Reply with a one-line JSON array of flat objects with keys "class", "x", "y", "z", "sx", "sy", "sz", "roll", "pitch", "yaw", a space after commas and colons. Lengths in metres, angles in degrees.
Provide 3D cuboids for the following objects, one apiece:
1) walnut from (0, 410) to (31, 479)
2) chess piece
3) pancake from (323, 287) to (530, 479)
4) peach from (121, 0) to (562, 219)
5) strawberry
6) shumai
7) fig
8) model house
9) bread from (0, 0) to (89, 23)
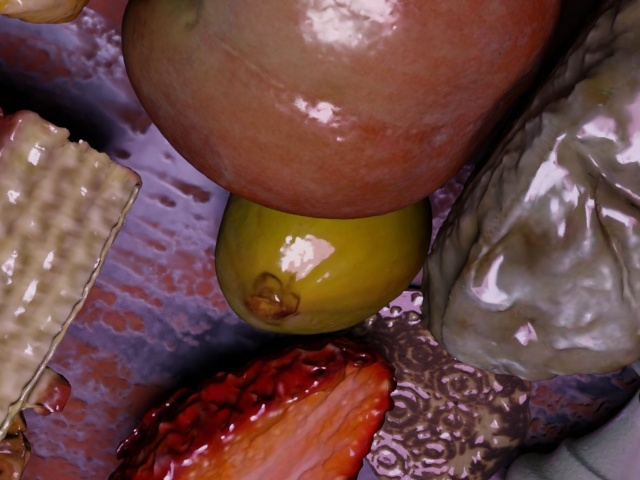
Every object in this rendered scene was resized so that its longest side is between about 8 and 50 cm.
[{"class": "walnut", "x": -0.297, "y": 0.108, "z": 1.081, "sx": 0.211, "sy": 0.087, "sz": 0.167, "roll": 14, "pitch": 108, "yaw": -6}, {"class": "chess piece", "x": 0.244, "y": 0.116, "z": 1.114, "sx": 0.139, "sy": 0.139, "sz": 0.272, "roll": 28, "pitch": 100, "yaw": -16}, {"class": "pancake", "x": 0.064, "y": 0.119, "z": 1.148, "sx": 0.184, "sy": 0.020, "sz": 0.190, "roll": 15, "pitch": 114, "yaw": -11}, {"class": "peach", "x": 0.016, "y": -0.140, "z": 0.895, "sx": 0.252, "sy": 0.252, "sz": 0.252, "roll": -1, "pitch": 117, "yaw": -3}, {"class": "strawberry", "x": -0.059, "y": 0.139, "z": 1.103, "sx": 0.236, "sy": 0.111, "sz": 0.190, "roll": -47, "pitch": 141, "yaw": 7}, {"class": "shumai", "x": 0.251, "y": -0.019, "z": 0.923, "sx": 0.288, "sy": 0.292, "sz": 0.330, "roll": 37, "pitch": 118, "yaw": 1}, {"class": "fig", "x": 0.000, "y": -0.005, "z": 1.030, "sx": 0.136, "sy": 0.121, "sz": 0.153, "roll": 43, "pitch": 84, "yaw": -16}, {"class": "model house", "x": -0.239, "y": -0.007, "z": 0.955, "sx": 0.254, "sy": 0.160, "sz": 0.196, "roll": 31, "pitch": 84, "yaw": -18}, {"class": "bread", "x": -0.146, "y": -0.269, "z": 0.873, "sx": 0.167, "sy": 0.132, "sz": 0.294, "roll": 24, "pitch": 114, "yaw": -14}]
